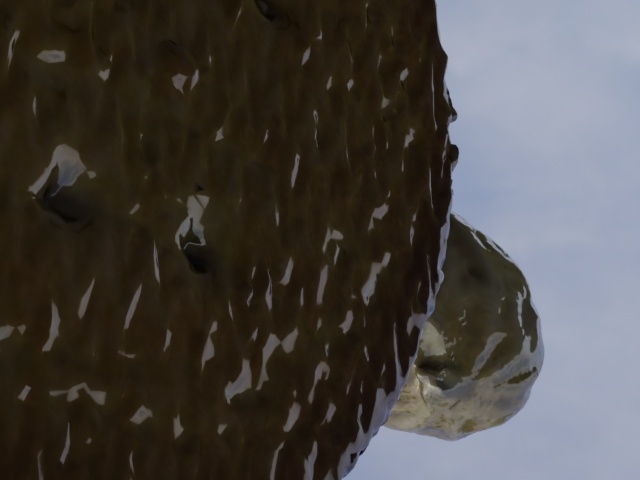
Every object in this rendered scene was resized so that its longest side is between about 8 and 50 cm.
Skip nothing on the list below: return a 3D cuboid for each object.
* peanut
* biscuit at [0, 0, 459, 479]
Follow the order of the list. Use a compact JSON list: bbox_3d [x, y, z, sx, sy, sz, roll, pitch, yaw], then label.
[{"bbox_3d":[0.000,0.000,0.996,0.325,0.140,0.153,40,-145,-8],"label":"peanut"},{"bbox_3d":[-0.058,-0.058,0.449,0.038,0.305,0.305,-11,-171,38],"label":"biscuit"}]
